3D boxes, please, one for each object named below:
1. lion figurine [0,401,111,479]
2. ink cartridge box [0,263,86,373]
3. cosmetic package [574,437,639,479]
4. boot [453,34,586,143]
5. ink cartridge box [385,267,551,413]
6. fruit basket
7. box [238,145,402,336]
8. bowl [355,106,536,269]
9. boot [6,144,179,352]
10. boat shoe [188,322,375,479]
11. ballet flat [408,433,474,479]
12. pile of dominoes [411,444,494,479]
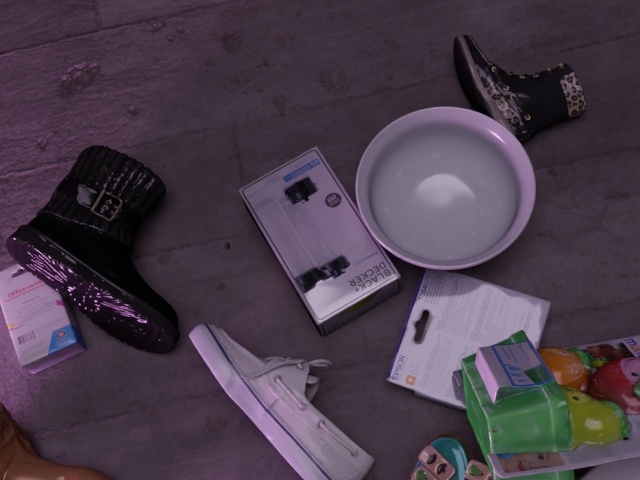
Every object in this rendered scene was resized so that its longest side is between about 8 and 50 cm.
[{"bbox_3d":[-0.460,0.403,1.440,0.392,0.142,0.240,21,65,-2],"label":"lion figurine"},{"bbox_3d":[-0.494,0.127,1.565,0.104,0.061,0.181,-24,70,-4],"label":"ink cartridge box"},{"bbox_3d":[0.470,0.411,1.325,0.365,0.155,0.197,-37,70,-8],"label":"cosmetic package"},{"bbox_3d":[0.361,-0.293,1.631,0.178,0.085,0.236,-22,76,-5],"label":"boot"},{"bbox_3d":[0.247,0.173,1.489,0.224,0.045,0.223,18,73,11],"label":"ink cartridge box"},{"bbox_3d":[0.389,0.217,1.290,0.353,0.327,0.165,-15,109,3],"label":"fruit basket"},{"bbox_3d":[0.000,0.000,1.553,0.169,0.087,0.290,-29,70,-5],"label":"box"},{"bbox_3d":[0.212,-0.070,1.535,0.297,0.134,0.298,-2,69,4],"label":"bowl"},{"bbox_3d":[-0.338,0.007,1.562,0.348,0.131,0.260,38,55,-4],"label":"boot"},{"bbox_3d":[-0.048,0.244,1.444,0.156,0.136,0.367,-42,75,-10],"label":"boat shoe"},{"bbox_3d":[0.188,0.471,1.344,0.116,0.124,0.343,-5,69,24],"label":"ballet flat"},{"bbox_3d":[0.185,0.436,1.265,0.196,0.040,0.251,20,77,25],"label":"pile of dominoes"}]
